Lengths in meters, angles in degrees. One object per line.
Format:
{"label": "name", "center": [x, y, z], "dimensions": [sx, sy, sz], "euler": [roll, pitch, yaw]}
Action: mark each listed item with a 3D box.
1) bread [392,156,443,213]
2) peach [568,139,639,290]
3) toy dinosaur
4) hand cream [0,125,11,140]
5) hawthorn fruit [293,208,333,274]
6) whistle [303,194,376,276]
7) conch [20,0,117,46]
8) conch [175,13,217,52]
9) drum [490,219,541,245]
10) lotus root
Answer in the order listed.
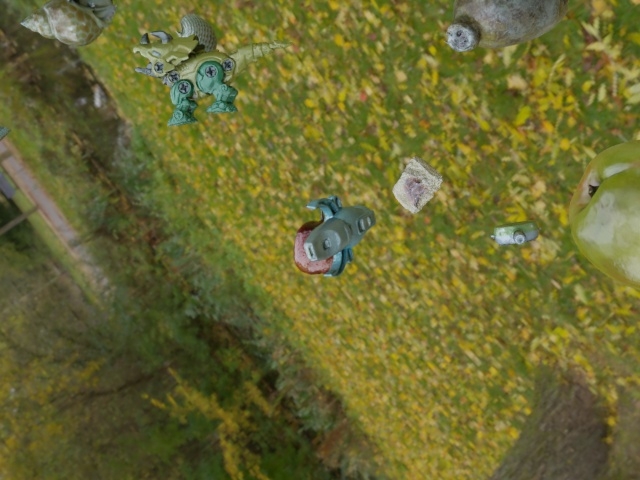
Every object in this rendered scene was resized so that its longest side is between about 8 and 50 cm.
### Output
{"label": "bread", "center": [0.164, -0.095, 1.289], "dimensions": [0.070, 0.035, 0.083], "euler": [52, 122, 33]}
{"label": "peach", "center": [0.660, -0.041, 1.480], "dimensions": [0.316, 0.281, 0.314], "euler": [34, 164, -7]}
{"label": "toy dinosaur", "center": [-0.171, -0.269, 1.224], "dimensions": [0.094, 0.259, 0.153], "euler": [-71, -24, -80]}
{"label": "hand cream", "center": [-0.610, -0.168, 1.094], "dimensions": [0.312, 0.111, 0.070], "euler": [20, 140, 11]}
{"label": "hawthorn fruit", "center": [0.000, 0.000, 2.099], "dimensions": [0.157, 0.157, 0.193], "euler": [16, 108, 62]}
{"label": "whistle", "center": [0.046, -0.021, 1.756], "dimensions": [0.093, 0.274, 0.186], "euler": [-4, 108, 34]}
{"label": "conch", "center": [-0.501, -0.461, 1.553], "dimensions": [0.106, 0.173, 0.116], "euler": [24, 162, 27]}
{"label": "conch", "center": [-0.212, -0.357, 1.334], "dimensions": [0.057, 0.076, 0.085], "euler": [16, 169, 19]}
{"label": "drum", "center": [0.525, -0.017, 1.937], "dimensions": [0.253, 0.130, 0.049], "euler": [-139, 39, -85]}
{"label": "lotus root", "center": [0.377, -0.473, 1.508], "dimensions": [0.175, 0.350, 0.174], "euler": [28, 133, 35]}
